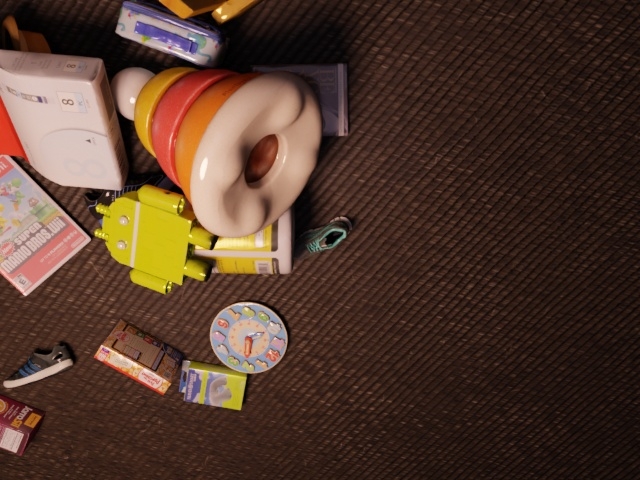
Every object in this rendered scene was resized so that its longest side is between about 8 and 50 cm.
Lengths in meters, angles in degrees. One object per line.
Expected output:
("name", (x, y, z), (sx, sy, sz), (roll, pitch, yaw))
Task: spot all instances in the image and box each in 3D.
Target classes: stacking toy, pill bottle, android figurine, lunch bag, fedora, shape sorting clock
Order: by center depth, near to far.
("stacking toy", (-0.265, -0.254, 1.243), (0.480, 0.351, 0.350), (32, 110, 26))
("lunch bag", (-0.307, -0.436, 1.244), (0.219, 0.176, 0.090), (18, 108, -5))
("android figurine", (-0.359, -0.005, 1.270), (0.273, 0.056, 0.248), (20, 119, 4))
("fedora", (-0.639, -0.393, 1.294), (0.079, 0.194, 0.194), (-15, 113, -34))
("pill bottle", (-0.229, -0.017, 1.382), (0.334, 0.188, 0.187), (1, 109, 0))
("shape sorting clock", (-0.190, 0.259, 1.553), (0.206, 0.040, 0.206), (0, 109, 0))

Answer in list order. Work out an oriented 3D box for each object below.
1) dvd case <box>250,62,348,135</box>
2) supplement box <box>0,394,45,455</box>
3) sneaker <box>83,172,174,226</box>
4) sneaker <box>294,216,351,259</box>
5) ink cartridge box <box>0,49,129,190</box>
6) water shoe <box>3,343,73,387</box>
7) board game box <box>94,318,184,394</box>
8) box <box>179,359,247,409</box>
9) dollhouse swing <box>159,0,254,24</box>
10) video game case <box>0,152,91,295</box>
("dvd case", (-0.047, -0.323, 1.365), (0.221, 0.018, 0.164), (-1, 109, 1))
("supplement box", (-0.871, 0.492, 1.604), (0.188, 0.104, 0.080), (25, 107, -8))
("sneaker", (-0.456, -0.119, 1.404), (0.232, 0.081, 0.090), (-27, 112, 9))
("sneaker", (0.000, 0.000, 1.444), (0.167, 0.076, 0.065), (-32, 105, 11))
("ink cartridge box", (-0.631, -0.251, 1.252), (0.385, 0.091, 0.308), (3, 143, -3))
("water shoe", (-0.758, 0.335, 1.580), (0.203, 0.073, 0.080), (-19, 81, 7))
("board game box", (-0.460, 0.295, 1.512), (0.194, 0.146, 0.045), (33, 106, -9))
("box", (-0.294, 0.392, 1.599), (0.178, 0.042, 0.109), (10, 108, -4))
("dollhouse swing", (-0.206, -0.629, 1.111), (0.315, 0.305, 0.346), (-31, 105, 11))
("video game case", (-0.730, -0.038, 1.410), (0.204, 0.025, 0.285), (-46, 105, -19))
